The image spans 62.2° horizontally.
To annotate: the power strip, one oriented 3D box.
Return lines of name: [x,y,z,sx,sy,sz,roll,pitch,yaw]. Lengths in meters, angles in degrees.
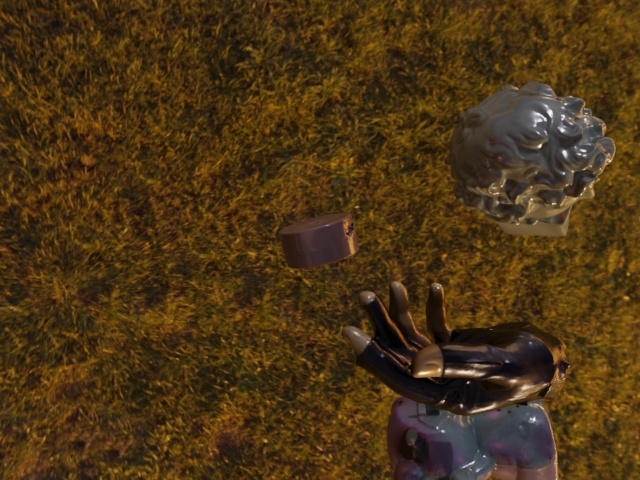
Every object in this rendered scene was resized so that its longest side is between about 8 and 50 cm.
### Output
power strip: [0.000,0.000,1.041,0.154,0.154,0.078,-17,100,-26]

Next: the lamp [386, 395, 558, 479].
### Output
lamp: [0.271,0.357,0.998,0.300,0.247,0.248,-8,113,11]

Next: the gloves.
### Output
gloves: [0.177,0.150,0.710,0.300,0.197,0.153,23,93,-3]

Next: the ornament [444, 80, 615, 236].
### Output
ornament: [0.200,-0.069,0.532,0.130,0.285,0.121,2,87,19]
